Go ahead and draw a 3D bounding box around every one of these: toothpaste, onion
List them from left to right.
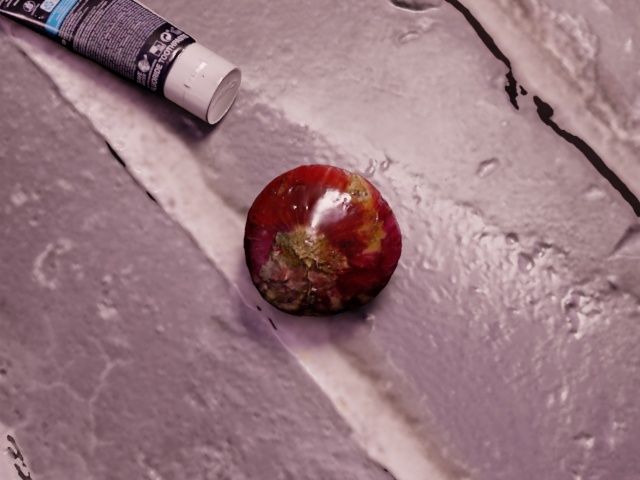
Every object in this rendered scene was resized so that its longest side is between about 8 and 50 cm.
[{"bbox_3d":[-0.145,-0.150,1.237,0.193,0.045,0.071,30,70,13],"label":"toothpaste"},{"bbox_3d":[0.000,0.000,1.177,0.107,0.097,0.107,1,115,2],"label":"onion"}]
